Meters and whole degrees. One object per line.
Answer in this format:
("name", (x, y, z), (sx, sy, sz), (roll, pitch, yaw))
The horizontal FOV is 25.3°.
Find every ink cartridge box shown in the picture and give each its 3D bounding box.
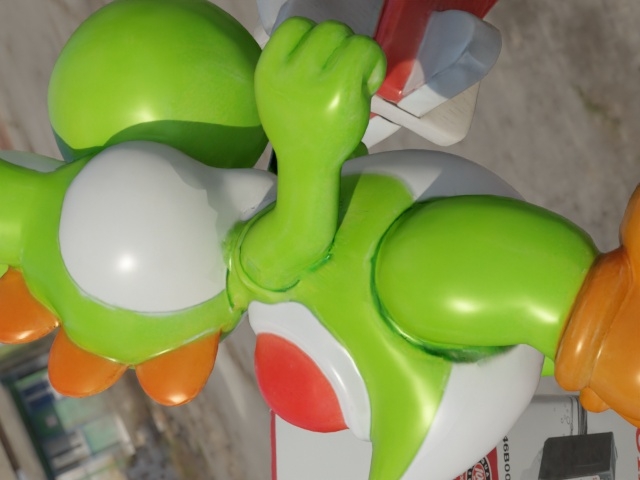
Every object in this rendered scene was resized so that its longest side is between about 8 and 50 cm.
("ink cartridge box", (0.099, 0.191, 0.852), (0.114, 0.272, 0.197), (-6, 82, 37))

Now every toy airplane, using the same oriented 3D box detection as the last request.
("toy airplane", (0.071, -0.250, 0.993), (0.272, 0.386, 0.384), (46, -166, -12))

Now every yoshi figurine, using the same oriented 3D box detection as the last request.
("yoshi figurine", (0.004, -0.028, 0.649), (0.203, 0.362, 0.204), (-56, -29, -54))
